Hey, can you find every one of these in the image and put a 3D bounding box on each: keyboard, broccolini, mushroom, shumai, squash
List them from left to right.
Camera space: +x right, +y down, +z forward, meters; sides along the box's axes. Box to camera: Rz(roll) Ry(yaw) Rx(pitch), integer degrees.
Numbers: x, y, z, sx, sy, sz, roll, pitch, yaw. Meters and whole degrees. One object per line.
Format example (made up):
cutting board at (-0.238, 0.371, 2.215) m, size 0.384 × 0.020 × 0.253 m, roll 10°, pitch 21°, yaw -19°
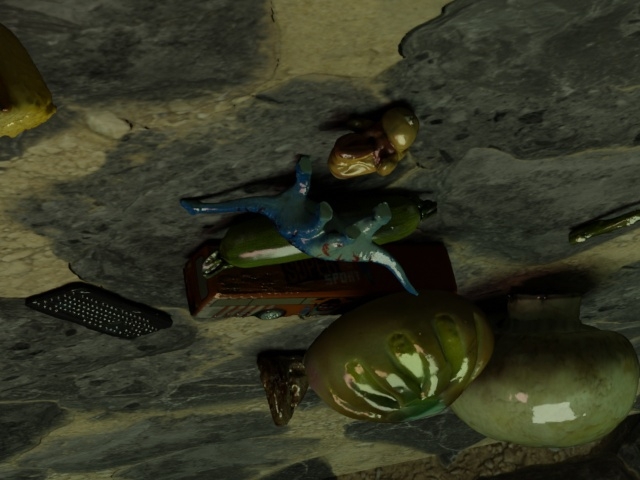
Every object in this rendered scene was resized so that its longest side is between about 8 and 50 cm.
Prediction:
keyboard at (-0.316, 0.107, 1.946) m, size 0.106 × 0.016 × 0.262 m, roll -19°, pitch 159°, yaw 20°
shumai at (-0.061, 0.252, 2.336) m, size 0.105 × 0.123 × 0.139 m, roll -30°, pitch 141°, yaw 18°
squash at (-0.001, -0.011, 1.710) m, size 0.319 × 0.071 × 0.080 m, roll -13°, pitch 137°, yaw -3°
mushroom at (0.361, 0.208, 2.224) m, size 0.352 × 0.260 × 0.352 m, roll 0°, pitch -175°, yaw 0°
broccolini at (0.475, -0.050, 1.929) m, size 0.254 × 0.071 × 0.057 m, roll -16°, pitch -158°, yaw 33°

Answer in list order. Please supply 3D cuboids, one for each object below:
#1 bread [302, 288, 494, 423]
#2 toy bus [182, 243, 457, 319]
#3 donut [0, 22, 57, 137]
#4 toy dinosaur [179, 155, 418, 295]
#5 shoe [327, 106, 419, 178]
bread at (0.098, 0.159, 1.852) m, size 0.261 × 0.158 × 0.156 m, roll -29°, pitch 148°, yaw 20°
toy bus at (0.010, 0.056, 1.873) m, size 0.409 × 0.093 × 0.092 m, roll -1°, pitch 156°, yaw -29°
donut at (-0.335, -0.131, 1.125) m, size 0.259 × 0.152 × 0.101 m, roll -21°, pitch 173°, yaw 40°
toy dinosaur at (0.002, -0.018, 1.614) m, size 0.329 × 0.076 × 0.144 m, roll 19°, pitch 145°, yaw -15°
shoe at (0.061, -0.105, 1.488) m, size 0.109 × 0.072 × 0.069 m, roll -10°, pitch 165°, yaw -2°
